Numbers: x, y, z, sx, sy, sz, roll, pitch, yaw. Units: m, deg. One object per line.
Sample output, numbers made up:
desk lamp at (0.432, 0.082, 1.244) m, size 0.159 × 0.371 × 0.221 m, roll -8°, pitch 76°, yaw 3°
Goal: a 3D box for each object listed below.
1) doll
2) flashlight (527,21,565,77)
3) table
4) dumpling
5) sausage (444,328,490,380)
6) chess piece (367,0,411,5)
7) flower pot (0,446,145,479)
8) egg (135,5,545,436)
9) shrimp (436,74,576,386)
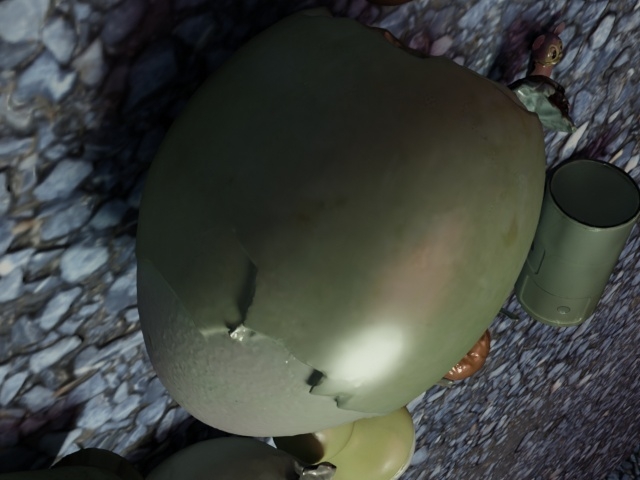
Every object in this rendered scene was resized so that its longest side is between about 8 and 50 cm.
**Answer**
doll at (0.025, 0.236, 1.409) m, size 0.141 × 0.117 × 0.296 m, roll -48°, pitch 140°, yaw 7°
flashlight at (0.242, -0.186, 1.221) m, size 0.052 × 0.031 × 0.110 m, roll -34°, pitch 151°, yaw -25°
table at (0.348, 0.005, 1.537) m, size 0.126 × 0.126 × 0.220 m, roll -33°, pitch 150°, yaw -27°
dumpling at (-0.119, 0.318, 1.248) m, size 0.243 × 0.175 × 0.227 m, roll 18°, pitch 146°, yaw -25°
sausage at (0.161, 0.130, 1.401) m, size 0.086 × 0.086 × 0.289 m, roll -46°, pitch 174°, yaw -2°
chess piece at (0.102, -0.280, 0.789) m, size 0.261 × 0.143 × 0.142 m, roll -45°, pitch 154°, yaw 12°
flower pot at (-0.273, 0.282, 0.947) m, size 0.202 × 0.212 × 0.212 m, roll 11°, pitch 119°, yaw -47°
egg at (0.000, 0.000, 0.835) m, size 0.336 × 0.278 × 0.278 m, roll -59°, pitch 152°, yaw 9°
shrimp at (0.128, 0.008, 1.201) m, size 0.221 × 0.166 × 0.411 m, roll 25°, pitch 94°, yaw -29°
